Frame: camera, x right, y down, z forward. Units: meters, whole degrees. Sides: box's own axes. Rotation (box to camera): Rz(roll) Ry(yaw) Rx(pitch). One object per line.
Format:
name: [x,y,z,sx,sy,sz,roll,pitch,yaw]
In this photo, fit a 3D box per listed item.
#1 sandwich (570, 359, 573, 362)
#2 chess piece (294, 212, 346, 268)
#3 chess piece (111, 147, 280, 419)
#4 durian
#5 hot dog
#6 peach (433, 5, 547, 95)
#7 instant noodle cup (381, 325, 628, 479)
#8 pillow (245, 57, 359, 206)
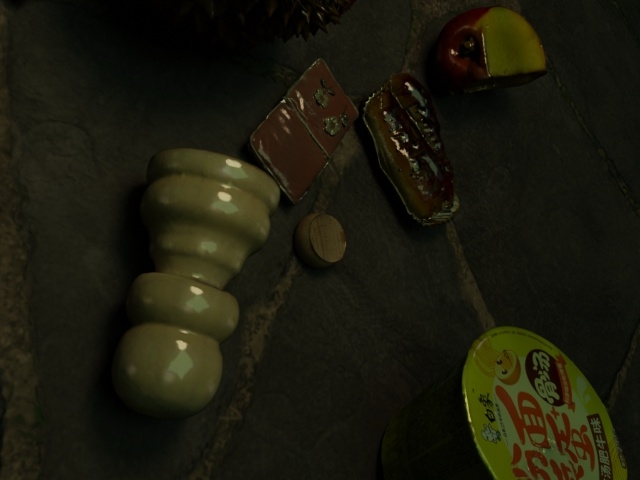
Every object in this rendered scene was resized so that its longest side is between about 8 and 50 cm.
sandwich: [0.437,0.240,1.458,0.044,0.083,0.031,92,18,-46]
chess piece: [0.000,0.000,1.124,0.083,0.038,0.084,18,63,-39]
chess piece: [-0.155,0.059,0.895,0.167,0.167,0.300,25,68,-36]
durian: [-0.082,-0.400,0.957,0.384,0.347,0.347,19,60,-71]
hot dog: [0.158,-0.153,1.293,0.162,0.082,0.270,-30,99,-43]
peach: [0.318,-0.363,1.452,0.267,0.159,0.154,-17,99,-43]
instant noodle cup: [0.247,0.303,1.088,0.311,0.221,0.311,22,48,-27]
pillow: [-0.023,-0.167,1.152,0.126,0.043,0.232,49,50,-21]
